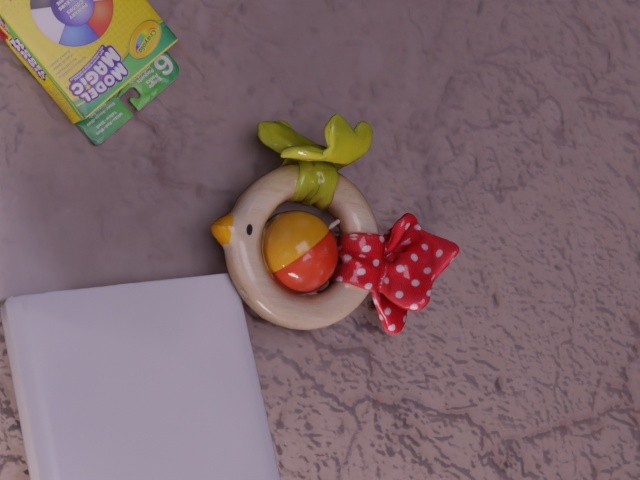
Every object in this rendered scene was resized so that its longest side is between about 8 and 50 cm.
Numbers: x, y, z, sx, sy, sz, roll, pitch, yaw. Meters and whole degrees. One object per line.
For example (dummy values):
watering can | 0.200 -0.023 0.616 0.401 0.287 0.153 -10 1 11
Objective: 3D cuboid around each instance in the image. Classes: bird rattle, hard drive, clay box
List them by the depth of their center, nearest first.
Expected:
hard drive | -0.155 0.213 1.710 0.233 0.047 0.353 -6 72 -24
clay box | -0.238 -0.215 1.757 0.127 0.053 0.222 -44 102 -20
bird rattle | 0.000 0.000 1.818 0.207 0.143 0.253 -37 112 -21
